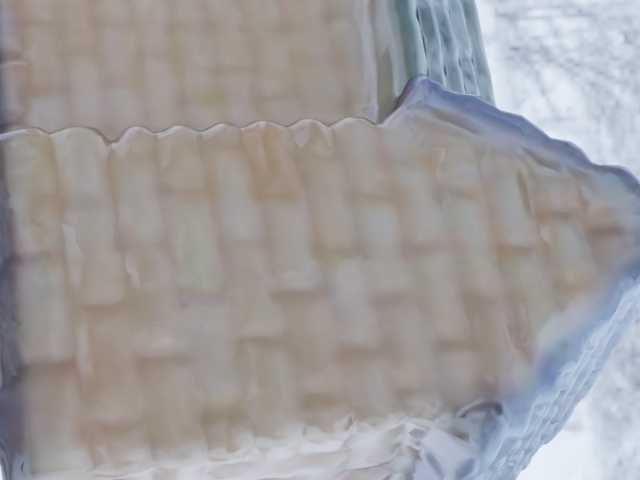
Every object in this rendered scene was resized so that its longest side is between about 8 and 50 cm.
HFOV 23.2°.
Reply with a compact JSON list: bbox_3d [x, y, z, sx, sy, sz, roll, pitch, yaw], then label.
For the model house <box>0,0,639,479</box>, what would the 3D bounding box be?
[{"bbox_3d":[0.000,0.000,0.420,0.166,0.172,0.183,95,-15,-63],"label":"model house"}]
